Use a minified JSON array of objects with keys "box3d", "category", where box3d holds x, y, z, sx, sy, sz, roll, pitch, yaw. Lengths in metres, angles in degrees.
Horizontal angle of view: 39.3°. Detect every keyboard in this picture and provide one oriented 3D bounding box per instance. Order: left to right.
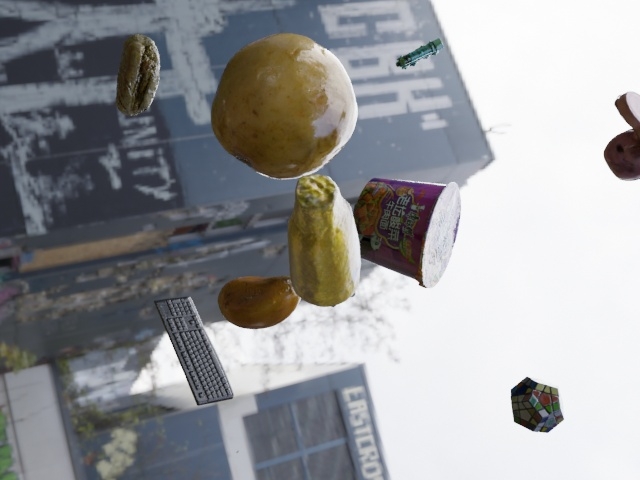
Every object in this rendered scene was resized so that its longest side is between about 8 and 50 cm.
[{"box3d":[-0.256,0.278,1.922,0.041,0.103,0.381,-51,-125,44],"category":"keyboard"}]

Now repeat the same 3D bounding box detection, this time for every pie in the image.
[{"box3d":[-0.444,-0.391,2.124,0.163,0.079,0.193,33,-65,55],"category":"pie"}]

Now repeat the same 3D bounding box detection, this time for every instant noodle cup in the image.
[{"box3d":[0.191,-0.031,2.052,0.190,0.251,0.251,15,-61,23],"category":"instant noodle cup"}]

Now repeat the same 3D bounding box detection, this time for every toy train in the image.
[{"box3d":[0.181,-0.339,1.632,0.029,0.092,0.045,64,-10,-5],"category":"toy train"}]

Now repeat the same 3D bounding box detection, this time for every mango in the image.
[{"box3d":[-0.112,0.115,1.635,0.159,0.084,0.105,-6,-68,28],"category":"mango"}]

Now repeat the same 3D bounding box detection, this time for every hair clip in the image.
[{"box3d":[0.426,-0.132,1.097,0.102,0.138,0.123,101,-34,-75],"category":"hair clip"}]

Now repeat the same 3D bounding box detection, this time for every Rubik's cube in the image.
[{"box3d":[0.411,0.312,1.699,0.111,0.093,0.111,17,-61,34],"category":"Rubik's cube"}]

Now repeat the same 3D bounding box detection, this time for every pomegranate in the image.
[{"box3d":[-0.039,-0.177,1.156,0.196,0.196,0.196,38,-47,55],"category":"pomegranate"}]

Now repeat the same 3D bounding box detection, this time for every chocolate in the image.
[{"box3d":[0.000,0.000,0.914,0.219,0.086,0.085,81,-12,-67],"category":"chocolate"}]
